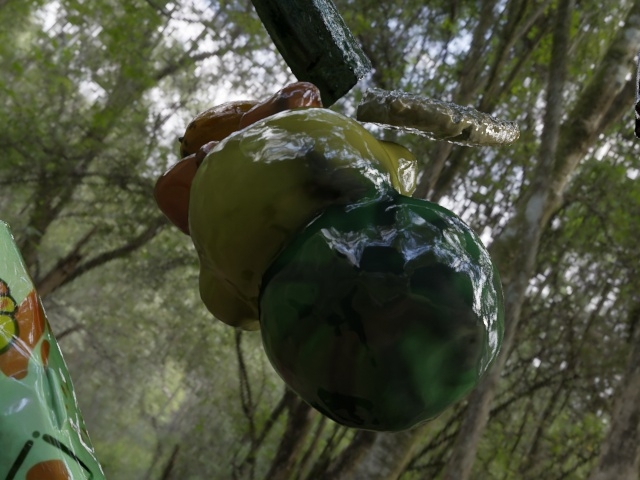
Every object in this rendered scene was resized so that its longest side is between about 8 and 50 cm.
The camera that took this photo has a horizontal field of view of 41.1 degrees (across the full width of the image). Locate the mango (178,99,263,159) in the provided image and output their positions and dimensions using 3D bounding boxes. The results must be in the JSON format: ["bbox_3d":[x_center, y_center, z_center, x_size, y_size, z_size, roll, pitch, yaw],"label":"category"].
[{"bbox_3d":[-0.100,-0.132,1.139,0.178,0.090,0.115,-9,-49,10],"label":"mango"}]

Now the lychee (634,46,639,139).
[{"bbox_3d":[0.296,-0.084,0.378,0.306,0.306,0.330,43,18,-18],"label":"lychee"}]

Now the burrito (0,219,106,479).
[{"bbox_3d":[-0.105,0.118,0.353,0.288,0.054,0.104,61,-19,17],"label":"burrito"}]

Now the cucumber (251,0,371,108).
[{"bbox_3d":[-0.023,-0.288,1.052,0.063,0.115,0.244,-30,-83,43],"label":"cucumber"}]

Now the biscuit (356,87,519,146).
[{"bbox_3d":[0.119,-0.113,0.814,0.141,0.038,0.290,15,11,10],"label":"biscuit"}]

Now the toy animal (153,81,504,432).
[{"bbox_3d":[0.000,-0.001,0.690,0.338,0.216,0.191,49,-6,35],"label":"toy animal"}]
